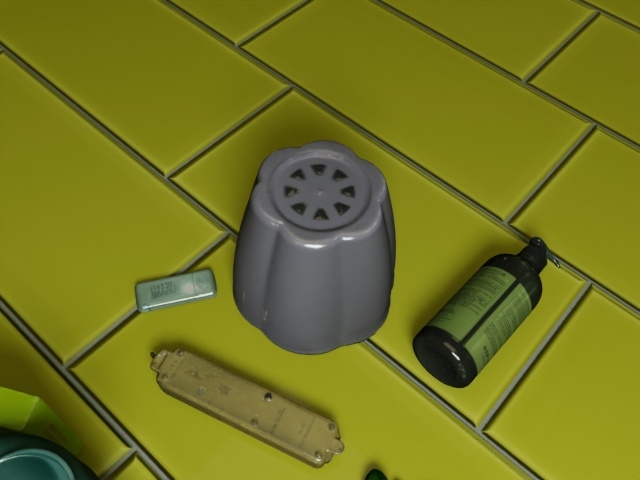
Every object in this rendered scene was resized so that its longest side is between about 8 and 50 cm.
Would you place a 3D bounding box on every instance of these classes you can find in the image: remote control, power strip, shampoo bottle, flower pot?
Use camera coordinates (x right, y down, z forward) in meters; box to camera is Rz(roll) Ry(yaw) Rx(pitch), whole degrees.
[{"bbox_3d":[-0.225,0.077,0.984,0.124,0.018,0.053,-13,56,-11],"label":"remote control"},{"bbox_3d":[-0.108,0.227,0.875,0.305,0.044,0.064,23,58,11],"label":"power strip"},{"bbox_3d":[0.260,0.092,0.946,0.101,0.101,0.284,38,62,21],"label":"shampoo bottle"},{"bbox_3d":[0.000,0.000,0.916,0.264,0.243,0.265,3,57,-4],"label":"flower pot"}]

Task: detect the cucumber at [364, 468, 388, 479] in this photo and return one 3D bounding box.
[{"bbox_3d":[0.076,0.415,0.748,0.056,0.056,0.284,0,56,-2],"label":"cucumber"}]

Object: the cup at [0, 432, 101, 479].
[{"bbox_3d":[-0.351,0.345,0.660,0.289,0.258,0.219,-17,53,-13],"label":"cup"}]

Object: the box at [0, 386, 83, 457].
[{"bbox_3d":[-0.482,0.205,0.785,0.334,0.187,0.047,12,57,5],"label":"box"}]
